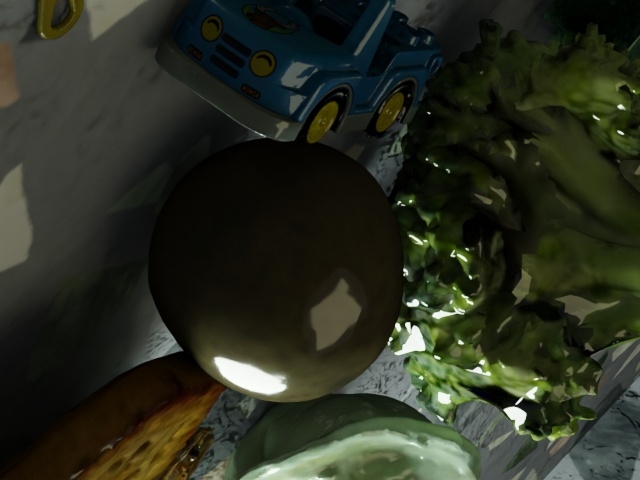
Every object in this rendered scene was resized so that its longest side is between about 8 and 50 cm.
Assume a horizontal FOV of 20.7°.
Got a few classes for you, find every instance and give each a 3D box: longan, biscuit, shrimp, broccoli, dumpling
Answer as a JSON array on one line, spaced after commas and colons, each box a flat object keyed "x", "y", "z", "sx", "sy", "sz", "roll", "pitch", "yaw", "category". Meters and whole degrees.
[{"x": -0.026, "y": 0.020, "z": 1.098, "sx": 0.167, "sy": 0.167, "sz": 0.187, "roll": -49, "pitch": 161, "yaw": -4, "category": "longan"}, {"x": -0.199, "y": 0.194, "z": 1.125, "sx": 0.359, "sy": 0.046, "sz": 0.359, "roll": -43, "pitch": 174, "yaw": -6, "category": "biscuit"}, {"x": -0.135, "y": 0.215, "z": 1.394, "sx": 0.162, "sy": 0.045, "sz": 0.095, "roll": -50, "pitch": 161, "yaw": -7, "category": "shrimp"}, {"x": 0.199, "y": 0.015, "z": 1.328, "sx": 0.348, "sy": 0.281, "sz": 0.293, "roll": 26, "pitch": 77, "yaw": -51, "category": "broccoli"}, {"x": -0.003, "y": 0.249, "z": 1.490, "sx": 0.270, "sy": 0.212, "sz": 0.320, "roll": -28, "pitch": 143, "yaw": -64, "category": "dumpling"}]

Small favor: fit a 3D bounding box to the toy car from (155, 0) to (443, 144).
[{"x": -0.001, "y": -0.119, "z": 1.010, "sx": 0.191, "sy": 0.097, "sz": 0.100, "roll": -16, "pitch": 136, "yaw": -59, "category": "toy car"}]

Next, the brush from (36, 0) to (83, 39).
[{"x": -0.116, "y": -0.166, "z": 0.805, "sx": 0.083, "sy": 0.011, "sz": 0.205, "roll": -38, "pitch": 158, "yaw": -33, "category": "brush"}]

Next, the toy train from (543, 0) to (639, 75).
[{"x": 0.308, "y": -0.243, "z": 1.428, "sx": 0.330, "sy": 0.138, "sz": 0.178, "roll": -51, "pitch": 151, "yaw": 10, "category": "toy train"}]
